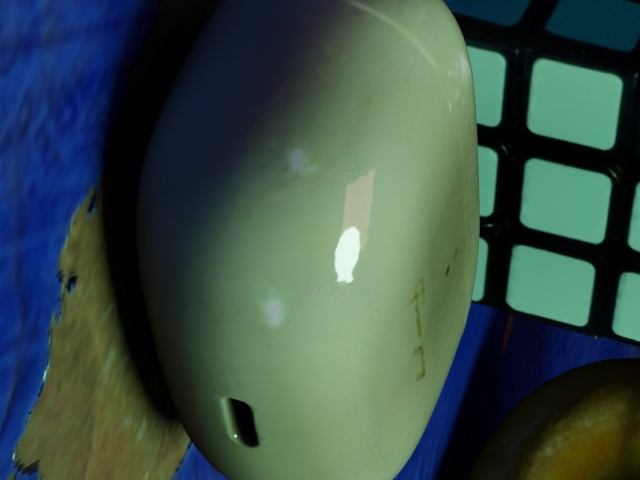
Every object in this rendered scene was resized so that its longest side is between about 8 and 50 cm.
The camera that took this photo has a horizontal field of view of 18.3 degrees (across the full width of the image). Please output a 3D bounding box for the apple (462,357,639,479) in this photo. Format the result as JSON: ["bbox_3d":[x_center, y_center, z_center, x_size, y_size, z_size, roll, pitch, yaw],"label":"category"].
[{"bbox_3d":[0.200,0.225,1.193,0.299,0.299,0.275,-62,144,-42],"label":"apple"}]

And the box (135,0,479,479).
[{"bbox_3d":[0.000,0.000,0.650,0.200,0.088,0.146,83,27,-53],"label":"box"}]

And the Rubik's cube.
[{"bbox_3d":[0.135,-0.065,0.934,0.160,0.162,0.163,-59,155,-46],"label":"Rubik's cube"}]
